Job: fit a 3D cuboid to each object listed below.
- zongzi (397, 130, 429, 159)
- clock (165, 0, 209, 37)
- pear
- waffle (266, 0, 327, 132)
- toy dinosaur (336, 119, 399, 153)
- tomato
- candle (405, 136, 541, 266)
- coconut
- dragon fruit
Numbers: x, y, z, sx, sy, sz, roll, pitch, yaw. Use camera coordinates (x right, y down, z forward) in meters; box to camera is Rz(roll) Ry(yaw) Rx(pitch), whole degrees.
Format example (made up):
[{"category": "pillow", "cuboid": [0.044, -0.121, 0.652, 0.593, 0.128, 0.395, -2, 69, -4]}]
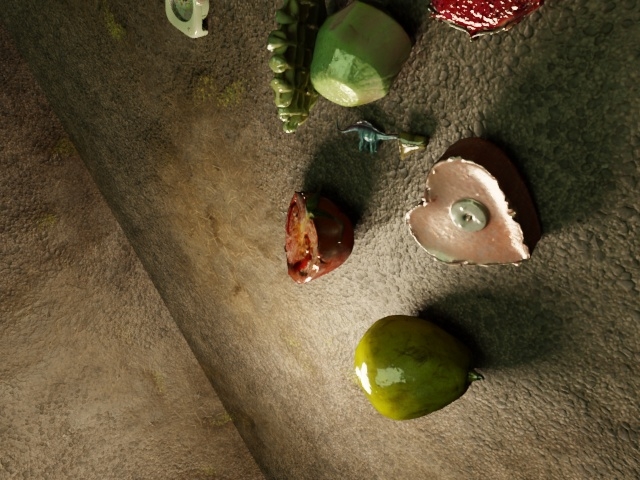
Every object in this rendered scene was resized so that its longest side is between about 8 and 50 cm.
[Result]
[{"category": "zongzi", "cuboid": [0.226, -0.220, 1.296, 0.076, 0.040, 0.083, 20, 141, 29]}, {"category": "clock", "cuboid": [-0.392, -0.716, 1.584, 0.151, 0.062, 0.191, 41, 139, 20]}, {"category": "pear", "cuboid": [0.263, 0.347, 1.474, 0.375, 0.287, 0.288, 2, 118, 30]}, {"category": "waffle", "cuboid": [-0.039, -0.421, 1.217, 0.056, 0.292, 0.309, 15, 150, 17]}, {"category": "toy dinosaur", "cuboid": [0.121, -0.268, 1.366, 0.197, 0.045, 0.080, 21, 117, 28]}, {"category": "tomato", "cuboid": [0.006, -0.002, 1.577, 0.309, 0.170, 0.309, 180, 90, -73]}, {"category": "candle", "cuboid": [0.358, -0.068, 1.193, 0.287, 0.131, 0.317, 33, 146, 18]}, {"category": "coconut", "cuboid": [0.088, -0.417, 1.170, 0.204, 0.236, 0.236, 24, 133, 17]}, {"category": "dragon fruit", "cuboid": [0.330, -0.468, 0.953, 0.161, 0.126, 0.274, 47, 151, -3]}]
